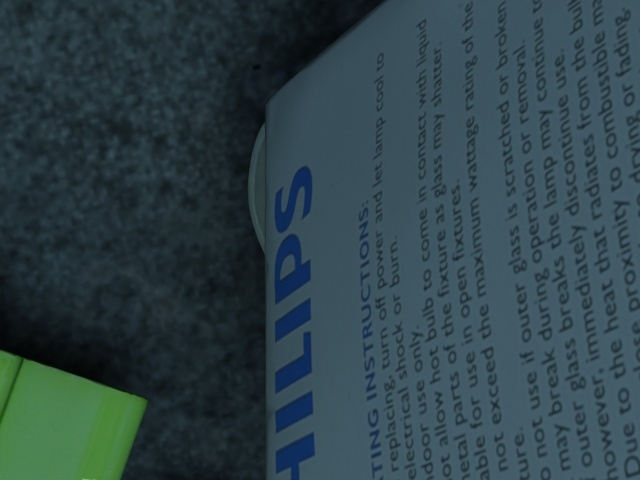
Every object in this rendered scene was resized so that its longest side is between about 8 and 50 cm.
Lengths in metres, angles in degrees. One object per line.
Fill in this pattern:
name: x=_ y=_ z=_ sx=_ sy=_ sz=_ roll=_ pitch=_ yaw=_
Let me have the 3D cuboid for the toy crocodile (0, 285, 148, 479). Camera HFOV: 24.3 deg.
toy crocodile: x=-0.231 y=0.034 z=0.600 sx=0.340 sy=0.105 sz=0.115 roll=27 pitch=80 yaw=-17

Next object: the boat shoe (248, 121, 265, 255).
boat shoe: x=0.000 y=0.000 z=0.685 sx=0.046 sy=0.038 sz=0.125 roll=-5 pitch=104 yaw=34

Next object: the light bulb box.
light bulb box: x=0.217 y=0.016 z=0.497 sx=0.357 sy=0.361 sz=0.225 roll=14 pitch=62 yaw=-29
